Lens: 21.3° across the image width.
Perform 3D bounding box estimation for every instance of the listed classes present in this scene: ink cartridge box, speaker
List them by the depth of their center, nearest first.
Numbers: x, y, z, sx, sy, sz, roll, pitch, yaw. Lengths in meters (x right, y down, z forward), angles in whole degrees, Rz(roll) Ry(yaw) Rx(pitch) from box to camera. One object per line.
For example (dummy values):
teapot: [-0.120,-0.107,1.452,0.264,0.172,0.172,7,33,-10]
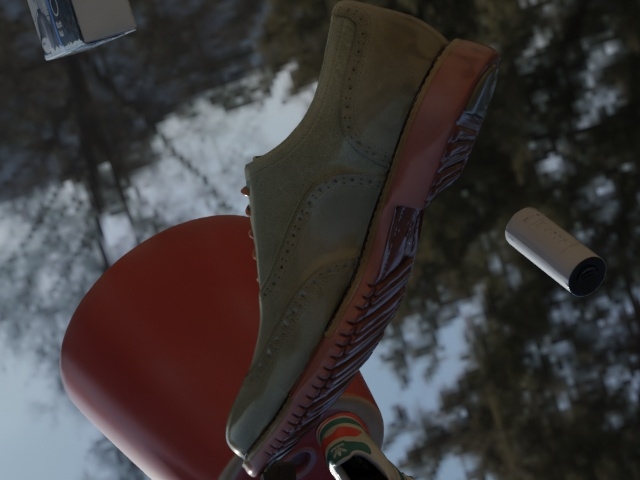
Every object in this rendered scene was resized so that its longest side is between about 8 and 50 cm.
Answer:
ink cartridge box: [-0.276,-0.350,1.673,0.065,0.333,0.165,-18,-174,-21]
speaker: [0.279,0.013,2.018,0.055,0.055,0.136,-21,-144,-21]

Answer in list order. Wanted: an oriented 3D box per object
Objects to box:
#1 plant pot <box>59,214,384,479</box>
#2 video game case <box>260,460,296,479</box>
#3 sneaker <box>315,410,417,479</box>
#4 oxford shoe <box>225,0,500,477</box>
plant pot: [-0.081,0.149,1.667,0.275,0.275,0.243,-22,-133,-23]
video game case: [-0.028,0.368,1.473,0.035,0.275,0.248,-4,-128,-5]
sneaker: [0.053,0.227,1.507,0.057,0.161,0.075,-34,-157,10]
oxford shoe: [0.000,0.000,1.345,0.146,0.397,0.140,28,-165,11]
